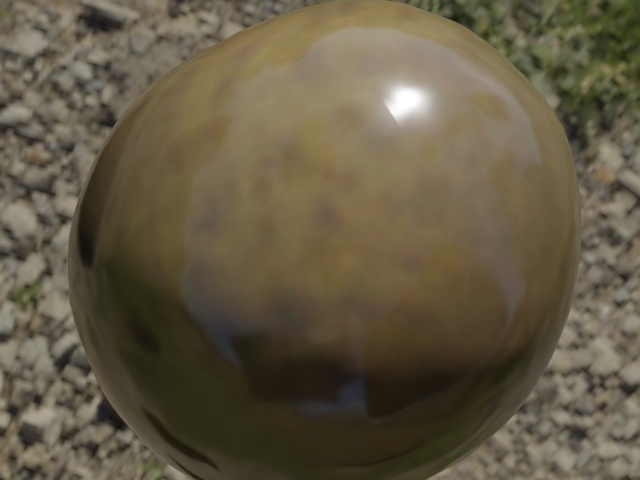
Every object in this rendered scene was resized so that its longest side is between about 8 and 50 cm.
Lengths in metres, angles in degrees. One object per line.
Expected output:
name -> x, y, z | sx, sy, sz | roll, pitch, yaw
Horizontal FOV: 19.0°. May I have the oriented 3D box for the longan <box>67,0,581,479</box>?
longan -> 0.000, 0.000, 0.377 | 0.092, 0.113, 0.113 | 34, 52, -26
